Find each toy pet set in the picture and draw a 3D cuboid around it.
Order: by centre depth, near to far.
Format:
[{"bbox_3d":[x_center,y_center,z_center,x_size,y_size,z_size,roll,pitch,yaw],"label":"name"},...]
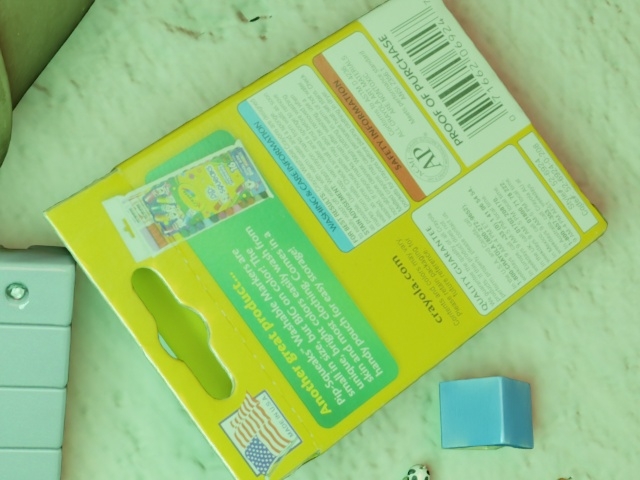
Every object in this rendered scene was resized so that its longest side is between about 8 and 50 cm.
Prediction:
[{"bbox_3d":[0.114,0.147,1.126,0.122,0.065,0.114,2,77,-14],"label":"toy pet set"}]

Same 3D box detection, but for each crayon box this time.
[{"bbox_3d":[0.000,0.000,1.087,0.323,0.083,0.203,-34,87,-33],"label":"crayon box"}]

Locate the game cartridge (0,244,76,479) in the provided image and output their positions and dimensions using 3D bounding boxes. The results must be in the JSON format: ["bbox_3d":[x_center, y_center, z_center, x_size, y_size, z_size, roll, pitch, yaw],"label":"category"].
[{"bbox_3d":[-0.319,0.110,0.979,0.355,0.068,0.230,2,102,-14],"label":"game cartridge"}]

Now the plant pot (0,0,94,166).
[{"bbox_3d":[-0.233,-0.166,1.032,0.263,0.263,0.229,47,54,0],"label":"plant pot"}]
